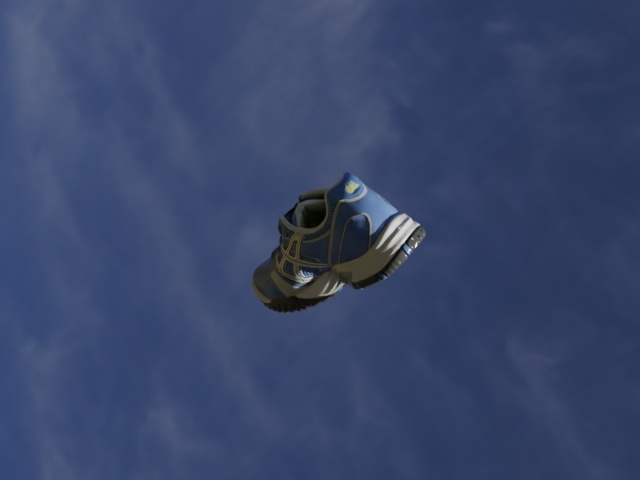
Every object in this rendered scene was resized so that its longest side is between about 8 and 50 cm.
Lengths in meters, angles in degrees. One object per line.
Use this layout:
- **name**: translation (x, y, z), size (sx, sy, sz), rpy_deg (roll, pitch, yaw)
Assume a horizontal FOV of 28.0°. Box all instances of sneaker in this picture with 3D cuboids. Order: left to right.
- **sneaker**: translation (0.000, 0.000, 1.044), size (0.081, 0.080, 0.211), rpy_deg (48, -35, -11)
